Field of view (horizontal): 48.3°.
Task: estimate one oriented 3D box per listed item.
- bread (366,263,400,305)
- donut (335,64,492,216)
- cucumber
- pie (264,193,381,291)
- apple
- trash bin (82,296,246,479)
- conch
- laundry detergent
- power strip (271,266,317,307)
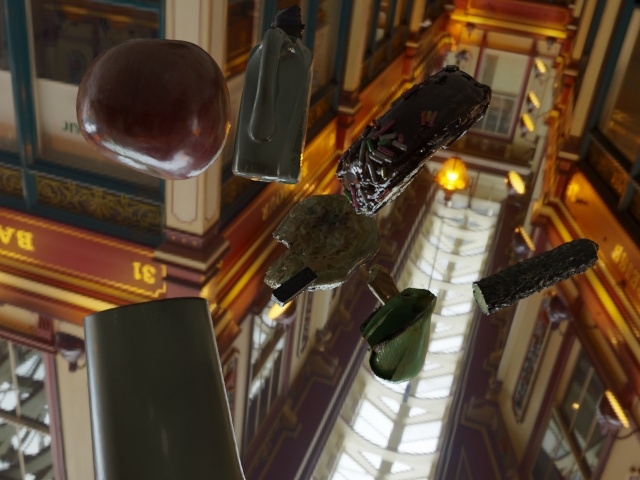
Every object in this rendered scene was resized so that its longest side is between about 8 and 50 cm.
[{"bbox_3d":[0.150,0.111,1.733,0.154,0.054,0.136,60,-164,23],"label":"bread"},{"bbox_3d":[0.153,-0.178,1.361,0.136,0.345,0.259,49,-138,6],"label":"donut"},{"bbox_3d":[0.556,0.082,1.793,0.359,0.096,0.096,-21,-145,-9],"label":"cucumber"},{"bbox_3d":[0.000,0.000,1.792,0.338,0.075,0.337,-18,-139,16],"label":"pie"},{"bbox_3d":[-0.334,-0.278,1.470,0.345,0.269,0.345,20,176,2],"label":"apple"},{"bbox_3d":[-0.303,0.342,1.362,0.280,0.432,0.280,-10,170,-2],"label":"trash bin"},{"bbox_3d":[0.174,0.213,1.634,0.137,0.250,0.143,-25,-140,-30],"label":"conch"},{"bbox_3d":[-0.067,-0.231,1.110,0.105,0.280,0.215,9,-177,5],"label":"laundry detergent"},{"bbox_3d":[-0.056,0.101,1.547,0.111,0.029,0.038,-34,-111,-29],"label":"power strip"}]
